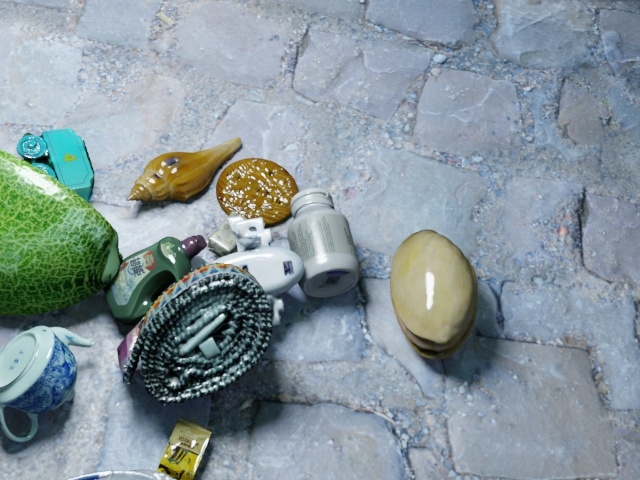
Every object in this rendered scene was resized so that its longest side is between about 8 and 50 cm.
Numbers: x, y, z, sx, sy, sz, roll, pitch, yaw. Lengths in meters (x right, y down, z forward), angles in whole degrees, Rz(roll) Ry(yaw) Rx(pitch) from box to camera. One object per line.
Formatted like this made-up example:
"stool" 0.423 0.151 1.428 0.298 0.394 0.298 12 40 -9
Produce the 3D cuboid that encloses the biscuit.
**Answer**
"biscuit" -0.141 -0.112 2.077 0.188 0.027 0.187 5 56 -8

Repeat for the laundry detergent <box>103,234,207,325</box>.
"laundry detergent" -0.317 0.067 1.829 0.222 0.078 0.144 -30 56 7

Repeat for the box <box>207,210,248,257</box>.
"box" -0.192 -0.010 1.987 0.062 0.045 0.098 30 57 10

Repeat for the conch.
"conch" -0.292 -0.162 2.039 0.330 0.093 0.109 -35 63 -30

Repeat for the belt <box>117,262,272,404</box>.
"belt" -0.224 0.177 1.746 0.295 0.160 0.207 -45 102 1

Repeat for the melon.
"melon" -0.567 -0.013 1.786 0.344 0.226 0.331 12 93 15

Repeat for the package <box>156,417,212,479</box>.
"package" -0.253 0.397 1.698 0.071 0.047 0.131 21 54 -3

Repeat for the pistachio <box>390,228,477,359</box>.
"pistachio" 0.236 0.104 1.931 0.182 0.162 0.293 -6 60 5

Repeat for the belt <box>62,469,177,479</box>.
"belt" -0.384 0.508 1.555 0.347 0.117 0.212 -11 60 -17

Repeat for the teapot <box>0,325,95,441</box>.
"teapot" -0.508 0.255 1.696 0.159 0.159 0.232 26 68 6

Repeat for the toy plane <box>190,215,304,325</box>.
"toy plane" -0.154 0.071 1.873 0.245 0.117 0.244 0 88 0

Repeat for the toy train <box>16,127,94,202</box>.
"toy train" -0.565 -0.149 1.970 0.154 0.107 0.198 -9 59 -26

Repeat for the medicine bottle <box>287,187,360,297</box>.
"medicine bottle" 0.000 0.000 1.965 0.135 0.135 0.215 -5 57 -15
